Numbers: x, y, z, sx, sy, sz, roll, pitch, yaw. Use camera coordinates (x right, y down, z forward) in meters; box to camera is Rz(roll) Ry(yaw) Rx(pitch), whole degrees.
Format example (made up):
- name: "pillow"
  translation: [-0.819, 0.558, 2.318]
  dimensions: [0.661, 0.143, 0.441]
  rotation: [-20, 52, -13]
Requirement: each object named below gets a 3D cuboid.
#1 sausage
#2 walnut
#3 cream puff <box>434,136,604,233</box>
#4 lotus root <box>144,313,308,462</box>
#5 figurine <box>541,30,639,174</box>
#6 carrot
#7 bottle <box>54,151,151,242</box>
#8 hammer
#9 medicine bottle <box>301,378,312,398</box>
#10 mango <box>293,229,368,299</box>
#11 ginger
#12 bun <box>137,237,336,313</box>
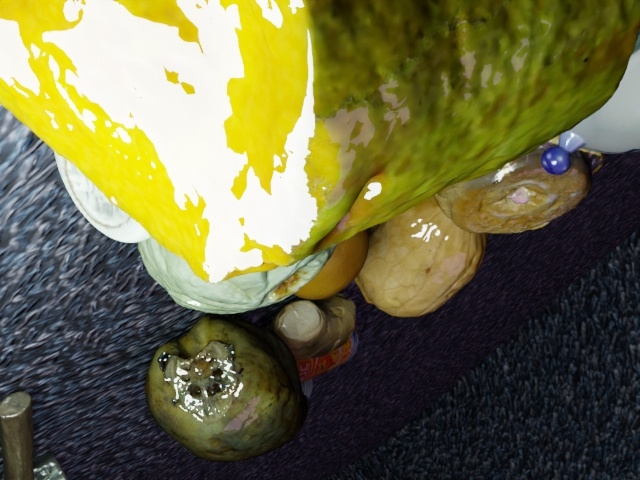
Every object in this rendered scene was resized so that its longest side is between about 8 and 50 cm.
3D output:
- name: "sausage"
  translation: [-0.049, 0.153, 2.074]
  dimensions: [0.074, 0.074, 0.274]
  rotation: [-43, 165, 32]
- name: "walnut"
  translation: [0.108, 0.006, 1.793]
  dimensions: [0.144, 0.144, 0.180]
  rotation: [-19, 152, -55]
- name: "cream puff"
  translation: [0.194, -0.093, 1.660]
  dimensions: [0.189, 0.129, 0.189]
  rotation: [-12, 152, -7]
- name: "lotus root"
  translation: [-0.100, 0.167, 1.775]
  dimensions: [0.152, 0.160, 0.275]
  rotation: [-47, 167, 4]
- name: "figurine"
  translation: [0.336, -0.210, 1.490]
  dimensions: [0.382, 0.186, 0.261]
  rotation: [-29, 162, -11]
- name: "carrot"
  translation: [0.025, -0.137, 0.749]
  dimensions: [0.341, 0.241, 0.241]
  rotation: [-29, 166, -26]
- name: "bottle"
  translation: [-0.048, -0.086, 1.058]
  dimensions: [0.245, 0.104, 0.104]
  rotation: [-27, 166, -37]
- name: "hammer"
  translation: [-0.316, 0.222, 1.684]
  dimensions: [0.111, 0.043, 0.365]
  rotation: [-30, 165, -20]
- name: "medicine bottle"
  translation: [-0.094, 0.209, 2.116]
  dimensions: [0.090, 0.090, 0.217]
  rotation: [-43, 167, 31]
- name: "mango"
  translation: [0.000, 0.000, 1.586]
  dimensions: [0.102, 0.085, 0.184]
  rotation: [-33, 163, -17]
- name: "ginger"
  translation: [-0.012, 0.106, 2.001]
  dimensions: [0.190, 0.069, 0.095]
  rotation: [-11, 131, -63]
- name: "bun"
  translation: [-0.047, -0.014, 1.321]
  dimensions: [0.195, 0.118, 0.195]
  rotation: [-37, 167, -10]
